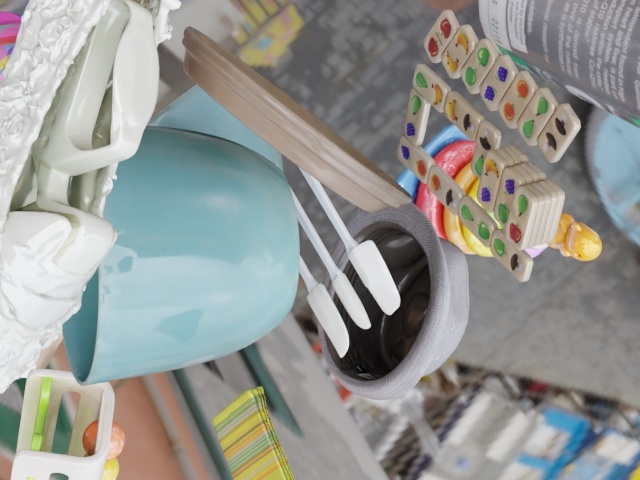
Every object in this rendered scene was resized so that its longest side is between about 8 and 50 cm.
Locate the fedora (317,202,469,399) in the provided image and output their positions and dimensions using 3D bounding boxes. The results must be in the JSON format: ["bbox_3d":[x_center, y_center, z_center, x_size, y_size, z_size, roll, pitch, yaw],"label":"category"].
[{"bbox_3d":[0.114,0.080,1.980,0.124,0.244,0.275,7,106,-40],"label":"fedora"}]

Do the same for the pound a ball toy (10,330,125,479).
[{"bbox_3d":[-0.321,0.242,1.932,0.136,0.208,0.319,9,144,-10],"label":"pound a ball toy"}]

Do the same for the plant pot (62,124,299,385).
[{"bbox_3d":[-0.159,0.008,1.669,0.235,0.293,0.293,-3,124,-18],"label":"plant pot"}]

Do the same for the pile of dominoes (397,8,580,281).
[{"bbox_3d":[0.143,-0.093,1.432,0.040,0.251,0.196,-13,131,-28],"label":"pile of dominoes"}]

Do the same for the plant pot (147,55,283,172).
[{"bbox_3d":[-0.159,-0.072,1.921,0.290,0.290,0.195,-38,96,4],"label":"plant pot"}]

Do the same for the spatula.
[{"bbox_3d":[0.000,0.000,1.718,0.019,0.242,0.168,-22,165,-29],"label":"spatula"}]

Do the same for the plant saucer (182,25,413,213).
[{"bbox_3d":[-0.029,-0.111,1.464,0.278,0.278,0.041,32,98,-37],"label":"plant saucer"}]

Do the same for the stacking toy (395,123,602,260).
[{"bbox_3d":[0.262,-0.034,2.047,0.166,0.302,0.175,-46,132,-23],"label":"stacking toy"}]

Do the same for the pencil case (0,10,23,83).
[{"bbox_3d":[-0.313,-0.162,1.526,0.104,0.236,0.104,-6,112,-15],"label":"pencil case"}]

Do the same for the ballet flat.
[{"bbox_3d":[-0.217,-0.059,1.238,0.147,0.147,0.408,19,82,-34],"label":"ballet flat"}]

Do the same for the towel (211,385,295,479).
[{"bbox_3d":[-0.045,0.274,1.539,0.021,0.237,0.102,-13,162,-34],"label":"towel"}]

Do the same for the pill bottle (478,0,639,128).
[{"bbox_3d":[0.339,-0.201,1.412,0.204,0.361,0.204,-23,130,-30],"label":"pill bottle"}]
